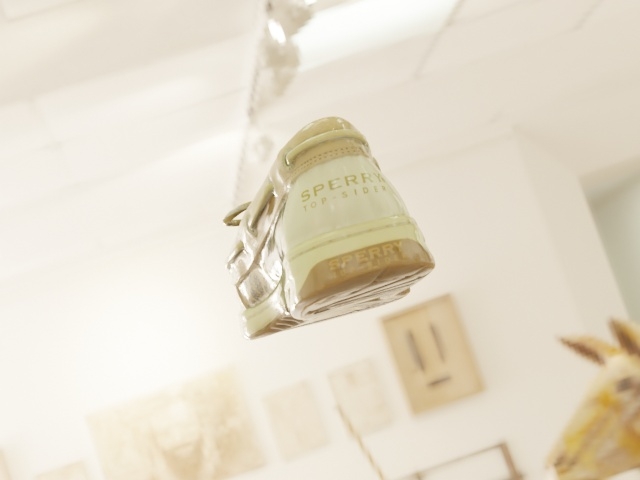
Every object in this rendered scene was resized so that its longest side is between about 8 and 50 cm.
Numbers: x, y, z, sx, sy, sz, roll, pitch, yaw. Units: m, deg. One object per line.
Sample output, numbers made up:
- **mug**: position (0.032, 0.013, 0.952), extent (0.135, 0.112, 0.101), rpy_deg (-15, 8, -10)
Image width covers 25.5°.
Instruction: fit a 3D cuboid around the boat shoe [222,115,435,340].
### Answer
- **boat shoe**: position (0.000, 0.000, 0.831), extent (0.104, 0.089, 0.285), rpy_deg (-15, -6, -14)
